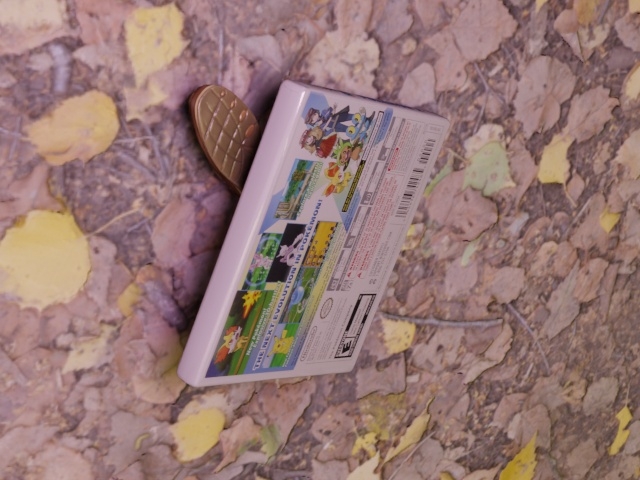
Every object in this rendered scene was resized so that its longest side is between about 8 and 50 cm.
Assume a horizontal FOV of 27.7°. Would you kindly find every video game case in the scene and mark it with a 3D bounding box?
[{"bbox_3d":[0.000,0.000,1.414,0.300,0.036,0.329,3,112,-56],"label":"video game case"}]

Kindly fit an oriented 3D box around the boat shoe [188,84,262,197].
[{"bbox_3d":[-0.092,-0.091,1.332,0.064,0.060,0.178,-49,135,-17],"label":"boat shoe"}]
